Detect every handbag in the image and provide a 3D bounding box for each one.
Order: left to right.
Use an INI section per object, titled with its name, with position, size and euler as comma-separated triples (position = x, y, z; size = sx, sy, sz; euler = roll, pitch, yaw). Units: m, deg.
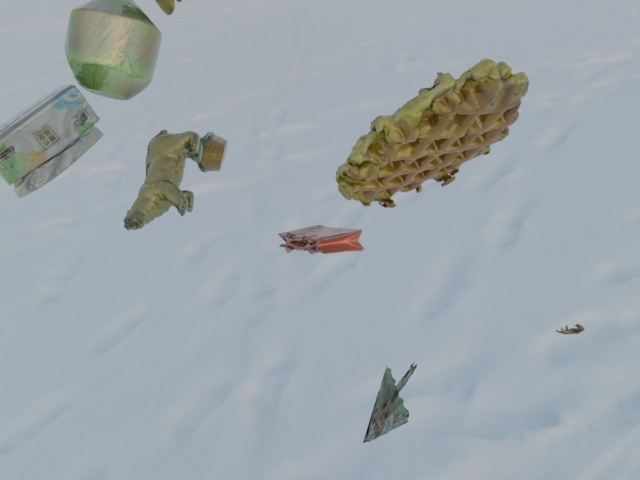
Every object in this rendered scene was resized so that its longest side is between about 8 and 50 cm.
[handbag]
position = 0.000, 0.000, 1.726
size = 0.157, 0.059, 0.212
euler = -11, 11, -37

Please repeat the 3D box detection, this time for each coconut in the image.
[coconut]
position = -0.461, -0.437, 1.420
size = 0.204, 0.236, 0.236
euler = 12, 33, 37

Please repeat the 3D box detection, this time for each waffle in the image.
[waffle]
position = 0.171, -0.150, 0.968
size = 0.324, 0.068, 0.302
euler = -27, -17, 11

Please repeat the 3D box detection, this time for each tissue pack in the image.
[tissue pack]
position = -0.578, -0.205, 1.333
size = 0.229, 0.145, 0.159
euler = -43, 29, -16

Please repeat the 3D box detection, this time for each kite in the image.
[kite]
position = 0.186, 0.438, 1.702
size = 0.013, 0.268, 0.323
euler = 29, 8, -10

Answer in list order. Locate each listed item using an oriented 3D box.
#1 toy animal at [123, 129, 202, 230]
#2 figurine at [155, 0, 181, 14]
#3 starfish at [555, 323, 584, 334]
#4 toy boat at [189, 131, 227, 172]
[toy animal]
position = -0.264, -0.101, 1.081
size = 0.100, 0.103, 0.219
euler = 8, 65, -7
[figurine]
position = -0.312, -0.676, 1.443
size = 0.327, 0.169, 0.218
euler = -48, 4, -6
[starfish]
position = 0.682, 0.242, 1.727
size = 0.091, 0.028, 0.078
euler = 3, -16, -40
[toy boat]
position = -0.254, -0.198, 1.403
size = 0.088, 0.089, 0.229
euler = 14, 11, -9
